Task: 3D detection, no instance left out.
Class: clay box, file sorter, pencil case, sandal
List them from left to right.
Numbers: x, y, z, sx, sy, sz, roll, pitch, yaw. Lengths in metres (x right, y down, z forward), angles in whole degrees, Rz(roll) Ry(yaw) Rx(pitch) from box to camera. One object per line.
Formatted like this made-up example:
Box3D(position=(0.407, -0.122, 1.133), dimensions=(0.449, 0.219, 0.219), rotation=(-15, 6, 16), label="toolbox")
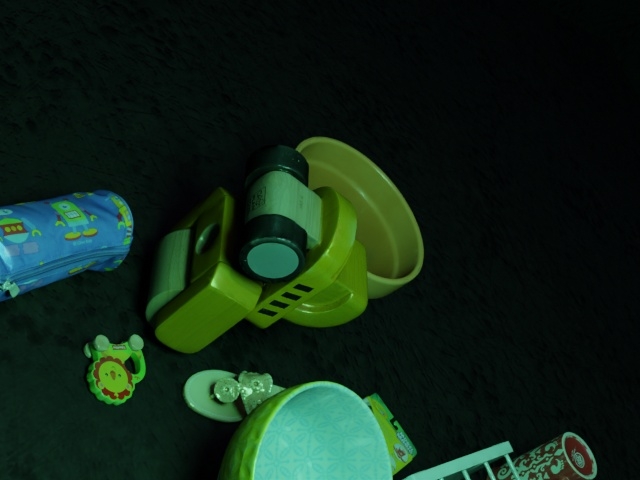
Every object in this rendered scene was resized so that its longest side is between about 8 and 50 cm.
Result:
Box3D(position=(-0.383, 0.009, 1.632), dimensions=(0.133, 0.119, 0.306), rotation=(35, 27, 22), label="pencil case")
Box3D(position=(-0.089, 0.225, 1.813), dimensions=(0.240, 0.079, 0.088), rotation=(19, 43, -39), label="sandal")
Box3D(position=(0.059, 0.332, 1.911), dimensions=(0.127, 0.053, 0.222), rotation=(55, 31, 8), label="clay box")
Box3D(position=(0.184, 0.441, 1.828), dimensions=(0.277, 0.193, 0.173), rotation=(-5, 64, -52), label="file sorter")

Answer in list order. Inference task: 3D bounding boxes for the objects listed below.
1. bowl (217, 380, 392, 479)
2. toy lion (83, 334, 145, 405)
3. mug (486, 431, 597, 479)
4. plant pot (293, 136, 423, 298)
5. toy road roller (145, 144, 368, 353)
Box3D(position=(-0.049, 0.339, 1.647), dimensions=(0.289, 0.156, 0.289), rotation=(11, 75, -48), label="bowl")
Box3D(position=(-0.282, 0.180, 1.673), dimensions=(0.100, 0.034, 0.096), rotation=(4, 62, -50), label="toy lion")
Box3D(position=(0.394, 0.428, 2.115), dimensions=(0.113, 0.169, 0.150), rotation=(24, 41, -37), label="mug")
Box3D(position=(0.000, 0.000, 2.034), dimensions=(0.291, 0.203, 0.291), rotation=(32, 36, -27), label="plant pot")
Box3D(position=(-0.077, 0.046, 1.784), dimensions=(0.240, 0.329, 0.202), rotation=(36, 36, -30), label="toy road roller")
